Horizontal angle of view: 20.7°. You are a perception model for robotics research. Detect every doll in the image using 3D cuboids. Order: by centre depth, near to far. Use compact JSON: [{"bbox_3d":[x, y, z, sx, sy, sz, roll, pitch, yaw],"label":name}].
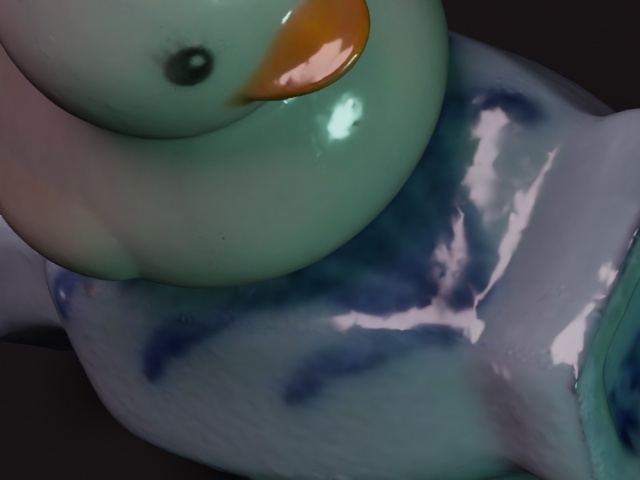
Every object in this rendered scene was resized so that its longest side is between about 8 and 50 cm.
[{"bbox_3d":[-0.068,-0.095,0.698,0.251,0.221,0.221,28,77,40],"label":"doll"}]

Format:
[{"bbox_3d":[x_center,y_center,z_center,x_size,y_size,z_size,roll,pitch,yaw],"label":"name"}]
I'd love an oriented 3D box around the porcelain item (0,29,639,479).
[{"bbox_3d":[0.000,0.000,0.852,0.405,0.178,0.243,11,67,41],"label":"porcelain item"}]
